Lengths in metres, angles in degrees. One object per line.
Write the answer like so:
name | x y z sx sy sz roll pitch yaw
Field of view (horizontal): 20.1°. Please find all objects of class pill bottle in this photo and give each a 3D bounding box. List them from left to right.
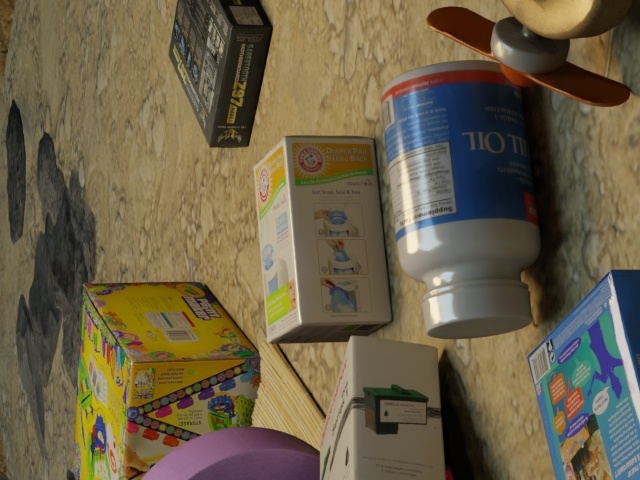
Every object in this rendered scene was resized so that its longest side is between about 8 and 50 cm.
pill bottle | 0.123 -0.032 1.542 0.124 0.124 0.221 141 125 -65

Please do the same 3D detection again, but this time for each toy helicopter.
toy helicopter | 0.147 -0.231 1.442 0.355 0.140 0.234 -158 58 -64

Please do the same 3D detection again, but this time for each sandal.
sandal | 0.119 0.238 1.679 0.067 0.040 0.179 114 149 -48

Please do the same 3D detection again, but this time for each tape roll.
tape roll | -0.075 0.337 1.877 0.090 0.275 0.274 -152 63 -69

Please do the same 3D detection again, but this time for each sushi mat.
sushi mat | -0.029 0.246 2.128 0.316 0.019 0.151 -130 42 -60

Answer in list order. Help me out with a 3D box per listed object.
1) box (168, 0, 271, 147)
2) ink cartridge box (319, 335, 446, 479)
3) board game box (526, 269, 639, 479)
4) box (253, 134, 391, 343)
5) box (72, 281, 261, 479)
box | -0.135 -0.258 2.353 0.232 0.059 0.183 -116 32 -49
ink cartridge box | 0.056 0.221 1.699 0.219 0.093 0.160 -90 12 -49
board game box | 0.228 0.150 1.363 0.160 0.047 0.210 124 142 -57
box | 0.000 0.000 1.915 0.114 0.103 0.203 145 123 -66
box | -0.213 0.233 2.407 0.290 0.177 0.279 -135 48 -62
